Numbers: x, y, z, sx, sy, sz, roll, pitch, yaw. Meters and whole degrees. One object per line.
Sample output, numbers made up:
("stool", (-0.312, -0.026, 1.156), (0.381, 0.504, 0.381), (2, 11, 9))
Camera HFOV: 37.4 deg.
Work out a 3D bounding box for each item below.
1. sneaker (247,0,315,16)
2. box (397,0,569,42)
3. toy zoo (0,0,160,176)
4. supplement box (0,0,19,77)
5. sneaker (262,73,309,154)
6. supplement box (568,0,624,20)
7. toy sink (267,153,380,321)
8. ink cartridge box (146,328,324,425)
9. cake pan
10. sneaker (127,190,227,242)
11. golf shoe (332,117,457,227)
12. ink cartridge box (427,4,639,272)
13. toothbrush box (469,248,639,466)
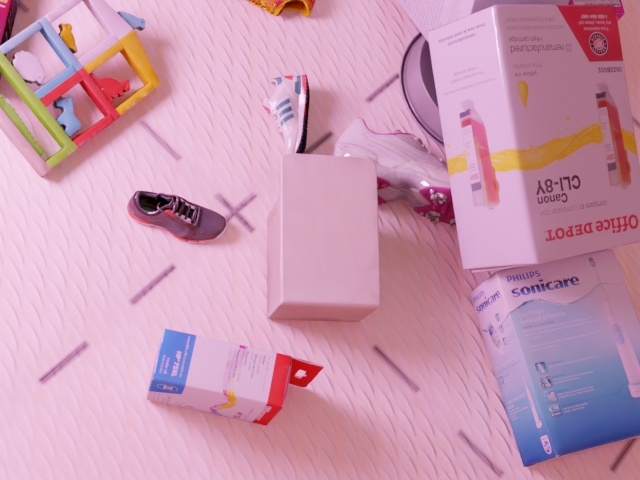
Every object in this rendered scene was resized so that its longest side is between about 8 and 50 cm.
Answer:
("sneaker", (-0.094, -0.428, 1.643), (0.175, 0.064, 0.067), (7, 78, -8))
("box", (0.248, -0.487, 1.645), (0.215, 0.168, 0.345), (-18, 59, -19))
("toy zoo", (-0.383, -0.264, 1.481), (0.293, 0.030, 0.192), (-43, 110, -24))
("supplement box", (-0.555, -0.355, 1.494), (0.130, 0.073, 0.239), (9, 67, -12))
("sneaker", (-0.060, -0.204, 1.575), (0.075, 0.057, 0.161), (3, 69, 5))
("supplement box", (0.470, -0.488, 1.777), (0.114, 0.111, 0.220), (-3, 71, -16))
("toy sink", (0.000, 0.000, 1.463), (0.153, 0.131, 0.234), (2, 74, -13))
("ink cartridge box", (-0.124, 0.202, 1.351), (0.231, 0.134, 0.078), (14, 66, -8))
("cake pan", (0.287, -0.283, 1.685), (0.293, 0.054, 0.293), (5, 69, -12))
("sneaker", (-0.220, -0.040, 1.459), (0.158, 0.065, 0.061), (12, 67, -9))
("golf shoe", (0.165, -0.115, 1.560), (0.306, 0.115, 0.140), (16, 63, -9))
("ink cartridge box", (0.345, -0.160, 1.480), (0.279, 0.160, 0.384), (-9, 91, -34))
("toothbrush box", (0.391, 0.182, 1.490), (0.216, 0.126, 0.295), (-11, 73, -17))
